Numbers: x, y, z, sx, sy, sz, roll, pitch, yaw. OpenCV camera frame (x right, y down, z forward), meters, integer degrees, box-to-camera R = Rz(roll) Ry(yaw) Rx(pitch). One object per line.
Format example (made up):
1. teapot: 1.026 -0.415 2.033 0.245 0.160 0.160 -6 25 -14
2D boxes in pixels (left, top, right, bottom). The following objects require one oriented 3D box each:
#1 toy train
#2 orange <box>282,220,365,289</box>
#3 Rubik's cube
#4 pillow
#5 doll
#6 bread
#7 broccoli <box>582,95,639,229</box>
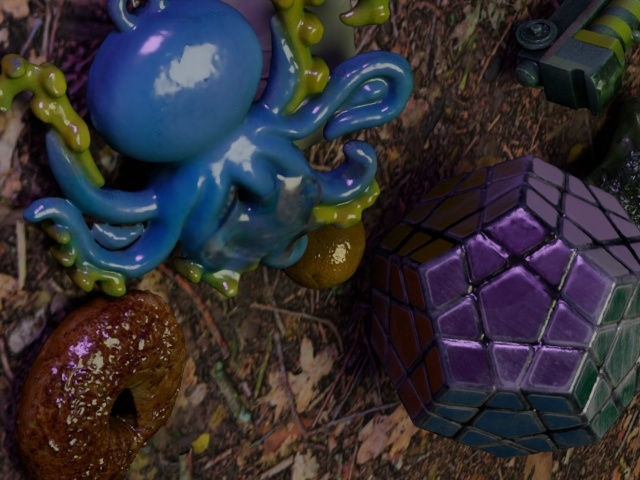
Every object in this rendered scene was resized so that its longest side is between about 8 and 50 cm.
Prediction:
1. toy train: 0.302 -0.230 1.725 0.200 0.132 0.083 -49 143 -23
2. orange: 0.000 0.000 1.477 0.085 0.085 0.095 70 28 -45
3. Rubik's cube: 0.204 0.071 1.632 0.319 0.319 0.264 52 39 -52
4. pillow: -0.032 -0.173 1.344 0.144 0.078 0.254 -33 134 -23
5. doll: -0.084 -0.093 1.278 0.346 0.099 0.341 -35 138 -10
6. bread: -0.180 0.131 1.319 0.193 0.064 0.193 -35 137 -42
7. broccoli: 0.404 -0.057 1.900 0.269 0.269 0.254 -57 149 -17
